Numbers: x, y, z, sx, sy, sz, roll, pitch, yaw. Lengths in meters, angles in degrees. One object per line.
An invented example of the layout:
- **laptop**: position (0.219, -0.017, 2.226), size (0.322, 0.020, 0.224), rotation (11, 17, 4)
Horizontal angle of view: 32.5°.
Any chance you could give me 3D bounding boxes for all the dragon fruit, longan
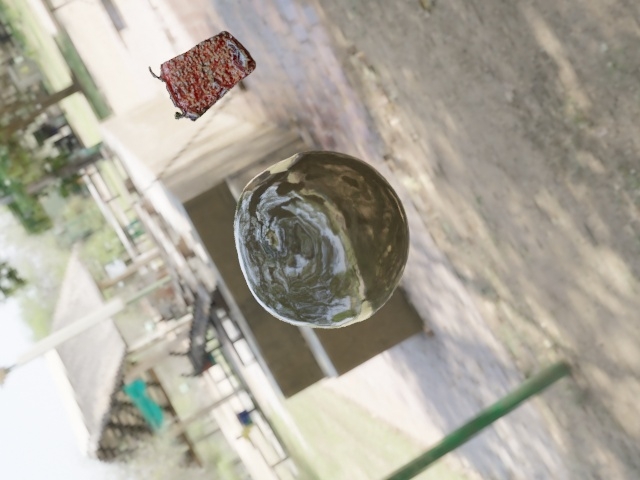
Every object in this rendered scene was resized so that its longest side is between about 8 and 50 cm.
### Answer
- **dragon fruit**: position (-0.178, -0.244, 1.626), size (0.102, 0.147, 0.096), rotation (60, 166, -14)
- **longan**: position (0.001, -0.004, 1.790), size (0.297, 0.297, 0.297), rotation (59, 171, 15)
